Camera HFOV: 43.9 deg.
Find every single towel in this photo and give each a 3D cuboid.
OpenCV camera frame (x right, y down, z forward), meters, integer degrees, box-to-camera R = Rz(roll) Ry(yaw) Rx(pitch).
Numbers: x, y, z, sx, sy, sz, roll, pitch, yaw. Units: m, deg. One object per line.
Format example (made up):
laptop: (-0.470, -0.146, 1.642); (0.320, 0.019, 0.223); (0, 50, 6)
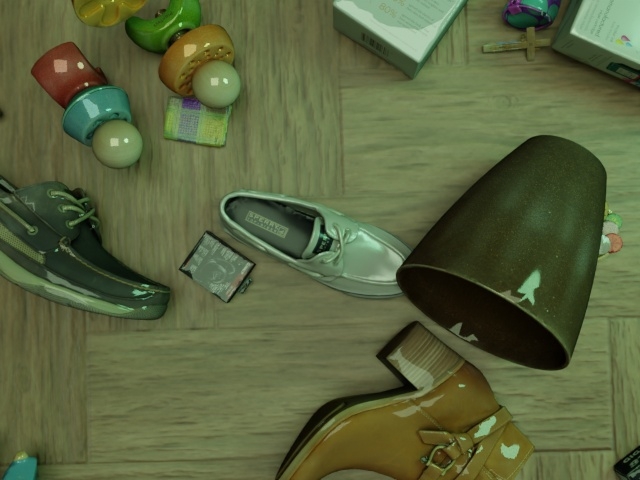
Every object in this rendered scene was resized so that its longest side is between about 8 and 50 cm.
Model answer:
towel: (-0.159, -0.154, 1.029); (0.083, 0.009, 0.060); (7, 88, 2)

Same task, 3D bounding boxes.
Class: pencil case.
pencil case: (0.281, -0.344, 1.000); (0.065, 0.070, 0.151); (14, 85, 43)

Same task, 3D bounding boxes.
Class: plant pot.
plant pot: (0.239, -0.002, 0.932); (0.215, 0.215, 0.230); (32, 74, 2)

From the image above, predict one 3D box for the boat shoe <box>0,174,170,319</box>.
boat shoe: (-0.340, -0.013, 0.965); (0.356, 0.132, 0.130); (24, 88, 1)

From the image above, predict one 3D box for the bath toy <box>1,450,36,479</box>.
bath toy: (-0.524, 0.307, 0.962); (0.349, 0.151, 0.128); (13, 123, 2)

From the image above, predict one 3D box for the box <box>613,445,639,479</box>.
box: (0.505, 0.286, 0.975); (0.220, 0.051, 0.175); (-38, 87, -1)

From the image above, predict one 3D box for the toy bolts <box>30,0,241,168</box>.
toy bolts: (-0.221, -0.199, 0.938); (0.229, 0.218, 0.158); (-39, 74, 6)

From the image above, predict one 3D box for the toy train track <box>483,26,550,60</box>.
toy train track: (0.251, -0.253, 1.020); (0.083, 0.048, 0.014); (-4, 43, 11)

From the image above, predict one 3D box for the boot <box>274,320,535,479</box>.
boot: (0.100, 0.265, 0.969); (0.283, 0.109, 0.220); (-44, 91, -8)

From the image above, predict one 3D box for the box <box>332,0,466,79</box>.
box: (0.114, -0.313, 0.990); (0.130, 0.091, 0.170); (35, 89, 3)

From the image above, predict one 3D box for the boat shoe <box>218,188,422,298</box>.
boat shoe: (0.000, 0.000, 0.979); (0.268, 0.088, 0.096); (25, 88, 2)

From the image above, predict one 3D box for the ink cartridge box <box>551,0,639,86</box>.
ink cartridge box: (0.418, -0.255, 0.961); (0.231, 0.078, 0.134); (23, 89, -1)

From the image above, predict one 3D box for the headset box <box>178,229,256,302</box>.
headset box: (-0.127, 0.036, 1.008); (0.083, 0.032, 0.062); (34, 89, 1)

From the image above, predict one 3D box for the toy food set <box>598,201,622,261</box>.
toy food set: (0.341, -0.011, 1.007); (0.083, 0.020, 0.082); (-39, 87, -1)
